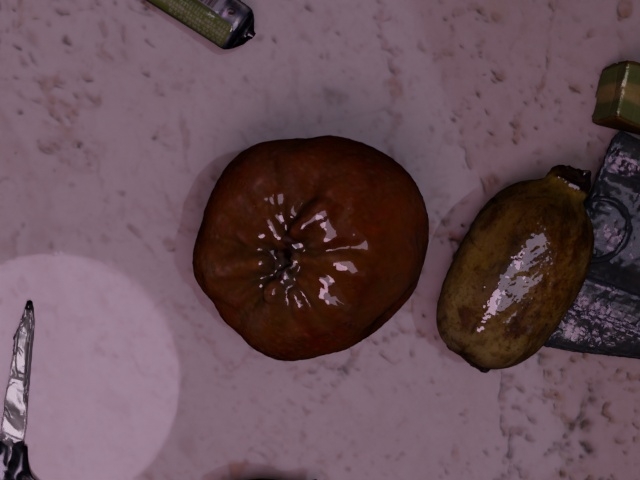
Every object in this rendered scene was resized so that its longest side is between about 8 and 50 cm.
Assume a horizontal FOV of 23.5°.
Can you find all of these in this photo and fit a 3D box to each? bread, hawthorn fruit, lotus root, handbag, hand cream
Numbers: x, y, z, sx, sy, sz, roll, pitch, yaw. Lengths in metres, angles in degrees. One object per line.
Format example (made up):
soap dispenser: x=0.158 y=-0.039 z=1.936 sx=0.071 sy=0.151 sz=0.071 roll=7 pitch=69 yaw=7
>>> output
bread: x=0.400 y=-0.158 z=1.801 sx=0.139 sy=0.084 sz=0.074 roll=14 pitch=88 yaw=-10
hawthorn fruit: x=-0.009 y=0.002 z=1.647 sx=0.258 sy=0.262 sz=0.258 roll=-2 pitch=110 yaw=-6
lotus root: x=0.229 y=0.027 z=1.749 sx=0.145 sy=0.128 sz=0.260 roll=30 pitch=95 yaw=0
handbag: x=0.373 y=0.020 z=1.806 sx=0.175 sy=0.088 sz=0.270 roll=19 pitch=92 yaw=2
hand cream: x=-0.171 y=-0.294 z=1.725 sx=0.235 sy=0.055 sz=0.086 roll=35 pitch=83 yaw=-1

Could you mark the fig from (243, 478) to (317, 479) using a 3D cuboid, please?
fig: x=-0.067 y=0.315 z=1.729 sx=0.155 sy=0.103 sz=0.109 roll=-23 pitch=132 yaw=-19

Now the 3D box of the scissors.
scissors: x=-0.343 y=0.216 z=1.717 sx=0.109 sy=0.022 sz=0.300 roll=8 pitch=90 yaw=-13
